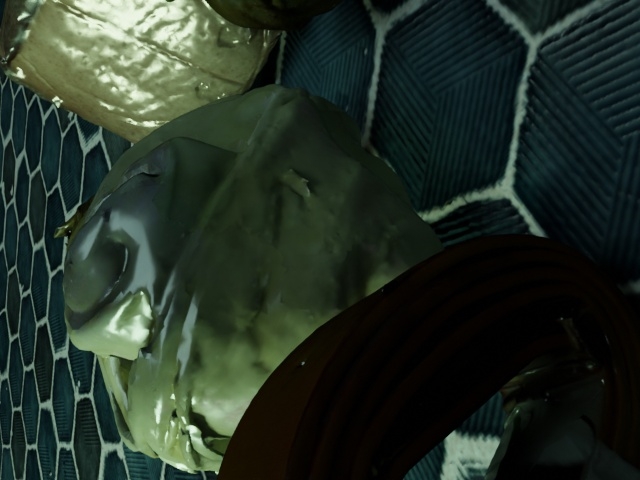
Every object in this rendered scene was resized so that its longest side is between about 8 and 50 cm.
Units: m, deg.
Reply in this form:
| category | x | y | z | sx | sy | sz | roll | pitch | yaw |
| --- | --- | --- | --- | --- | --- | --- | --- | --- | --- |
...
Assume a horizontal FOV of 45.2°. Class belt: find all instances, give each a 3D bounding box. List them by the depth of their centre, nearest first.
| category | x | y | z | sx | sy | sz | roll | pitch | yaw |
| --- | --- | --- | --- | --- | --- | --- | --- | --- | --- |
| belt | 0.071 | 0.107 | 0.394 | 0.184 | 0.261 | 0.105 | 57 | 143 | 6 |

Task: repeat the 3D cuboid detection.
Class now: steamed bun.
| category | x | y | z | sx | sy | sz | roll | pitch | yaw |
| --- | --- | --- | --- | --- | --- | --- | --- | --- | --- |
| steamed bun | -0.079 | 0.011 | 0.552 | 0.268 | 0.207 | 0.280 | -40 | 50 | 16 |
| steamed bun | -0.178 | -0.261 | 0.798 | 0.301 | 0.251 | 0.199 | -35 | 42 | 35 |

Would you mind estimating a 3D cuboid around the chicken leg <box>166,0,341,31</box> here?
| category | x | y | z | sx | sy | sz | roll | pitch | yaw |
| --- | --- | --- | --- | --- | --- | --- | --- | --- | --- |
| chicken leg | -0.022 | -0.370 | 0.645 | 0.201 | 0.152 | 0.429 | -5 | 73 | 22 |

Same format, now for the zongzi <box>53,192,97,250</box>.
| category | x | y | z | sx | sy | sz | roll | pitch | yaw |
| --- | --- | --- | --- | --- | --- | --- | --- | --- | --- |
| zongzi | -0.183 | 0.013 | 0.927 | 0.288 | 0.134 | 0.286 | -43 | 61 | 29 |
